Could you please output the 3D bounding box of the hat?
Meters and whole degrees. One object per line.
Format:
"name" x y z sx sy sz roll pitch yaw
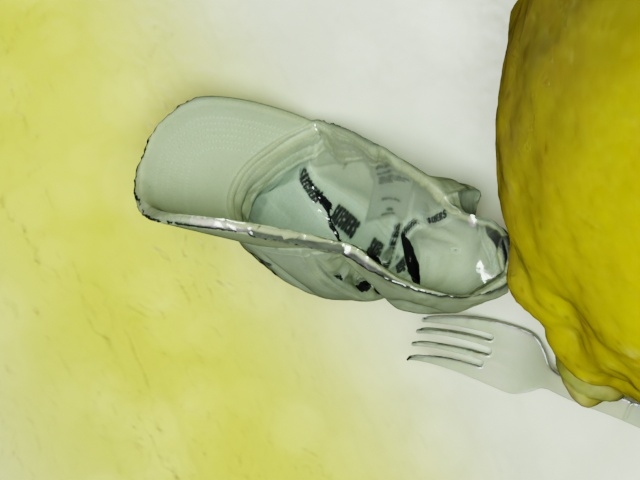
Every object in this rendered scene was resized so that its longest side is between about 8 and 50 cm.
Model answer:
"hat" -0.003 -0.004 0.912 0.166 0.122 0.081 8 126 -18

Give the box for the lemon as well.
"lemon" 0.212 -0.068 0.778 0.285 0.285 0.316 6 127 11

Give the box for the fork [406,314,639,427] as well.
"fork" 0.150 0.079 0.958 0.219 0.028 0.034 19 101 2
